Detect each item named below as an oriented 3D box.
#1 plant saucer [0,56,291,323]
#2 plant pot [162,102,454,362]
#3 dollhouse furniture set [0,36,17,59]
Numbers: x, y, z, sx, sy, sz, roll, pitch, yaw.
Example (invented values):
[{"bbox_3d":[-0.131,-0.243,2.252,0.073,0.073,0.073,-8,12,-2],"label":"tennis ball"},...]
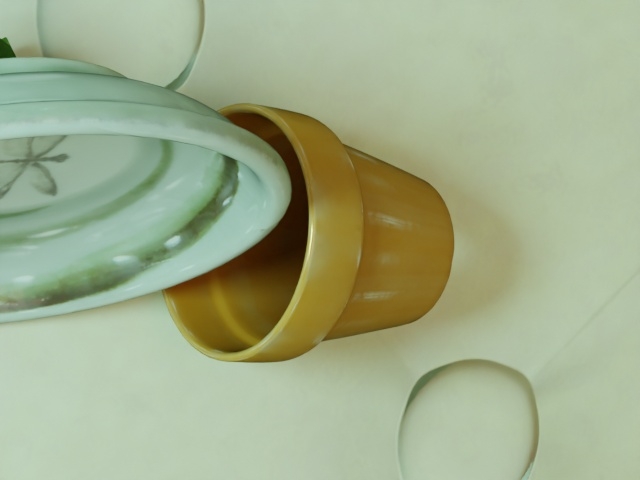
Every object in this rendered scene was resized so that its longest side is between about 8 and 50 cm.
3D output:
[{"bbox_3d":[-0.225,-0.044,1.428,0.400,0.400,0.100,-2,70,-23],"label":"plant saucer"},{"bbox_3d":[0.000,0.000,1.616,0.188,0.205,0.205,6,94,-40],"label":"plant pot"},{"bbox_3d":[-0.408,-0.146,1.482,0.301,0.151,0.197,-28,85,-1],"label":"dollhouse furniture set"}]
